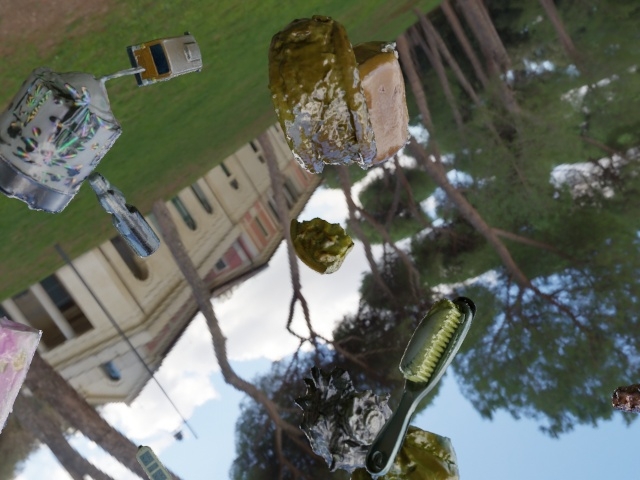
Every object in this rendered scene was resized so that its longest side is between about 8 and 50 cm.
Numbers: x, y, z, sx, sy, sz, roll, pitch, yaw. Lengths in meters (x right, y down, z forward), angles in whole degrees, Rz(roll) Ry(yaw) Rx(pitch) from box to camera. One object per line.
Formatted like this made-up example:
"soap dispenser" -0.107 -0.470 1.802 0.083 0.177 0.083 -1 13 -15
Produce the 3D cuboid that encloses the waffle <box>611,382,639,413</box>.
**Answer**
"waffle" 0.576 0.238 1.053 0.234 0.055 0.221 -8 167 36

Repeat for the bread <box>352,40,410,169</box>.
"bread" 0.102 -0.270 1.379 0.136 0.241 0.107 -32 -135 -20

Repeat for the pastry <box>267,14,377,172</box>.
"pastry" -0.003 -0.222 1.038 0.132 0.240 0.235 -15 -121 3

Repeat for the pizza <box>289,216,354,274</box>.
"pizza" 0.000 -0.001 1.199 0.099 0.035 0.160 -27 -135 -5

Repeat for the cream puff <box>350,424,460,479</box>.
"cream puff" 0.255 0.744 2.134 0.378 0.275 0.378 -14 -127 20

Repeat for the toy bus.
"toy bus" -0.330 -0.395 1.487 0.103 0.091 0.182 -11 -164 17

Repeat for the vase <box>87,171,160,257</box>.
"vase" -0.406 -0.056 1.406 0.060 0.211 0.060 -17 -141 14

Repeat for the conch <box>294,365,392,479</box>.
"conch" 0.071 0.455 1.760 0.241 0.313 0.186 -41 166 -9

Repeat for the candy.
"candy" -0.750 0.319 1.604 0.265 0.116 0.155 -69 -163 -7

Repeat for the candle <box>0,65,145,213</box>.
"candle" -0.454 -0.211 1.222 0.330 0.187 0.187 -49 -169 10

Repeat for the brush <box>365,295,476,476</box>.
"brush" 0.132 0.204 1.006 0.068 0.060 0.296 20 -100 56

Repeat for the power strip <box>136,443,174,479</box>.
"power strip" -0.422 0.616 1.798 0.048 0.191 0.030 -35 171 -16
